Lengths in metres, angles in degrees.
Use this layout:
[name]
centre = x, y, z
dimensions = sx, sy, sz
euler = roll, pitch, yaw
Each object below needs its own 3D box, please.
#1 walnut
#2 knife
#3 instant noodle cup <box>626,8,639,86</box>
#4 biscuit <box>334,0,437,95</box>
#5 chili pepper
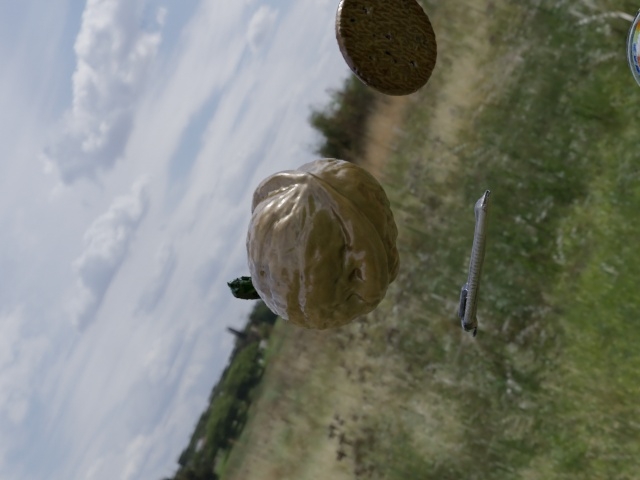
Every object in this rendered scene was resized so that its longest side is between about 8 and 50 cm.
[walnut]
centre = 0.000, 0.000, 1.369
dimensions = 0.224, 0.257, 0.257
euler = -43, -13, -29
[knife]
centre = 0.312, 0.051, 1.940
dimensions = 0.089, 0.043, 0.365
euler = -77, -11, -50
[instant noodle cup]
centre = 0.759, -0.379, 1.898
dimensions = 0.296, 0.296, 0.214
euler = -67, -9, 21
[biscuit]
centre = 0.100, -0.311, 1.475
dimensions = 0.027, 0.188, 0.187
euler = -21, 41, 57
[chili pepper]
centre = -0.056, -0.010, 1.644
dimensions = 0.278, 0.065, 0.122
euler = -60, -26, -7
